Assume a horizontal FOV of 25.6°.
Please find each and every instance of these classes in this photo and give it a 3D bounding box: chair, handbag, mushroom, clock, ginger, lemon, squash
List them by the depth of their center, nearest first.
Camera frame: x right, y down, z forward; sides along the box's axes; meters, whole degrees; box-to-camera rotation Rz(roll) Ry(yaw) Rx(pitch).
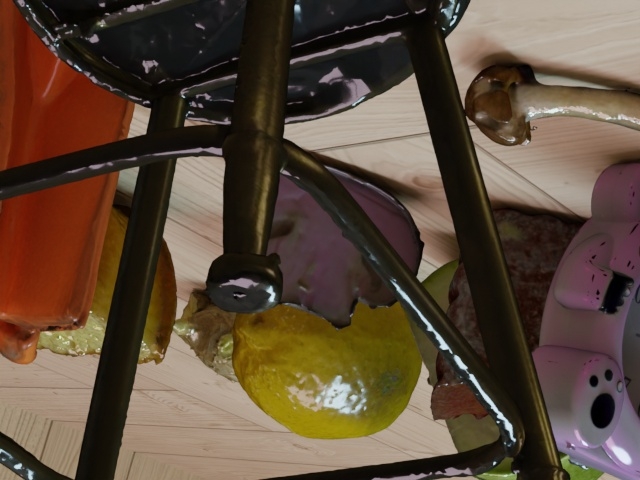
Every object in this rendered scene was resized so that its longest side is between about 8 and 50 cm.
[{"bbox_3d":[-0.075,-0.025,0.783,0.365,0.410,0.362,-13,141,26],"label":"chair"},{"bbox_3d":[0.200,-0.091,1.048,0.187,0.061,0.060,9,156,3],"label":"mushroom"},{"bbox_3d":[-0.279,-0.046,1.143,0.116,0.303,0.410,17,162,-25],"label":"handbag"},{"bbox_3d":[0.275,0.077,1.169,0.228,0.247,0.090,28,165,-36],"label":"clock"},{"bbox_3d":[0.000,0.000,1.346,0.188,0.141,0.117,19,-177,-8],"label":"mushroom"},{"bbox_3d":[0.227,0.158,1.514,0.210,0.233,0.309,-21,158,1],"label":"squash"},{"bbox_3d":[0.009,0.125,1.589,0.204,0.204,0.260,-4,157,44],"label":"lemon"},{"bbox_3d":[-0.108,0.132,1.863,0.216,0.102,0.157,22,-172,-37],"label":"ginger"}]

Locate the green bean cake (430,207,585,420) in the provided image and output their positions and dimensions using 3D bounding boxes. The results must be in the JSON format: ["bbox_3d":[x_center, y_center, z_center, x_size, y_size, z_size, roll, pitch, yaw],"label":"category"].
[{"bbox_3d":[0.230,0.082,1.315,0.233,0.198,0.097,8,163,5],"label":"green bean cake"}]

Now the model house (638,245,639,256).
[{"bbox_3d":[0.368,0.046,1.070,0.291,0.184,0.253,27,133,-16],"label":"model house"}]

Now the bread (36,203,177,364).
[{"bbox_3d":[-0.307,0.015,1.545,0.340,0.179,0.194,5,158,33],"label":"bread"}]
